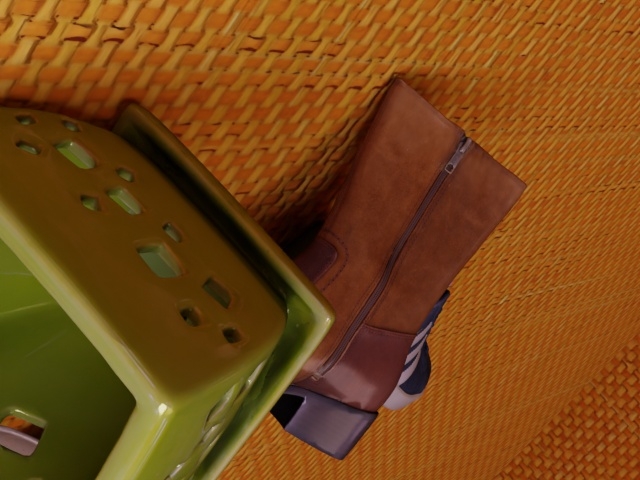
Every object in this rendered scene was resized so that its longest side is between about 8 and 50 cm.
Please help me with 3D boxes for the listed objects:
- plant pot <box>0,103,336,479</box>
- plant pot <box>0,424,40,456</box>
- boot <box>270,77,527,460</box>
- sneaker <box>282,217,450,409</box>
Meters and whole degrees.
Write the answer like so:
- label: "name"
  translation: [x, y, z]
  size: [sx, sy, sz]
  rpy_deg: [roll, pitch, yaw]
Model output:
- label: "plant pot"
  translation: [-0.139, 0.058, 0.816]
  size: [0.207, 0.228, 0.227]
  rpy_deg: [-20, 152, -52]
- label: "plant pot"
  translation: [-0.304, 0.260, 0.926]
  size: [0.191, 0.284, 0.284]
  rpy_deg: [-2, -171, 43]
- label: "boot"
  translation: [0.000, 0.000, 1.049]
  size: [0.280, 0.264, 0.096]
  rpy_deg: [-58, -160, 0]
- label: "sneaker"
  translation: [0.072, 0.058, 1.269]
  size: [0.148, 0.131, 0.350]
  rpy_deg: [-38, 159, 7]
